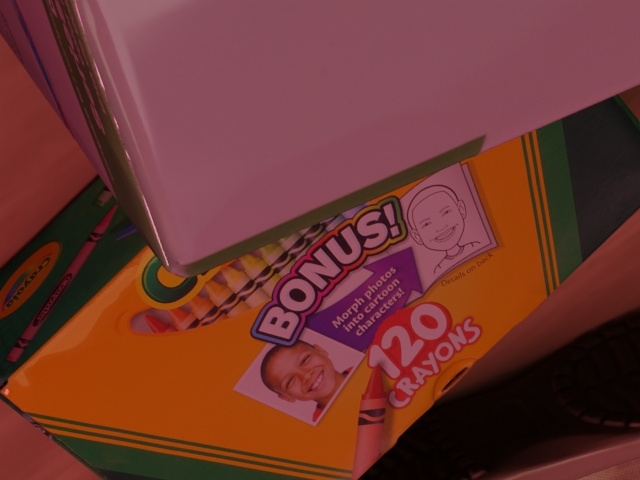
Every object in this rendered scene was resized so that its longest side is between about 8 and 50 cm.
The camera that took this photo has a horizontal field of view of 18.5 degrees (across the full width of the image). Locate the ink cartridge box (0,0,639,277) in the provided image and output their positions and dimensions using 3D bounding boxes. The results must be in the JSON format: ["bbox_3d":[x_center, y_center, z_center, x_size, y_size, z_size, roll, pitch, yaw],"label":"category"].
[{"bbox_3d":[-0.014,-0.121,0.697,0.201,0.278,0.117,-24,118,-10],"label":"ink cartridge box"}]

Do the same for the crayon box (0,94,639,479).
[{"bbox_3d":[0.000,0.000,0.875,0.278,0.081,0.165,-44,122,3],"label":"crayon box"}]

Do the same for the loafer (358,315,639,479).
[{"bbox_3d":[0.133,0.113,0.979,0.268,0.102,0.092,-17,121,-3],"label":"loafer"}]
